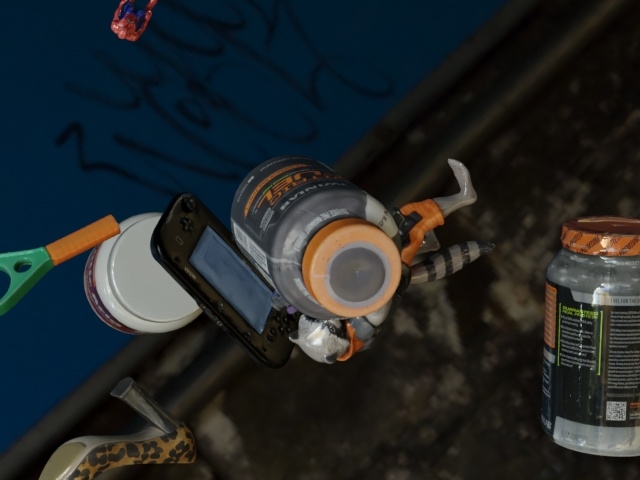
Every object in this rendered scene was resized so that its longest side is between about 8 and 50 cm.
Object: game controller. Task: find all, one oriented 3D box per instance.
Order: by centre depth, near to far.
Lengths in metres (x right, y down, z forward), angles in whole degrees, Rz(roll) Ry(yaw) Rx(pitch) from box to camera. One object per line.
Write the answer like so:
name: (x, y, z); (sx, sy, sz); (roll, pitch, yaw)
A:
game controller: (-0.150, 0.068, 2.263); (0.067, 0.319, 0.166); (-34, 22, 26)

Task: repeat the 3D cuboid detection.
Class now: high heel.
high heel: (-0.312, 0.361, 2.124); (0.261, 0.186, 0.093); (-50, 30, -14)

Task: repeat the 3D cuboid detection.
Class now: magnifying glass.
magnifying glass: (-0.352, 0.029, 1.689); (0.231, 0.092, 0.026); (-26, -41, -15)

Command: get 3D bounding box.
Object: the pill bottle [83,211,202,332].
pill bottle: (-0.319, 0.064, 2.601); (0.224, 0.224, 0.392); (-45, 6, -13)

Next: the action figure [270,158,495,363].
action figure: (0.094, 0.040, 1.843); (0.330, 0.178, 0.341); (-44, 5, -25)

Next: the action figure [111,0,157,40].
action figure: (-0.208, -0.249, 1.535); (0.030, 0.038, 0.115); (-54, 14, 31)

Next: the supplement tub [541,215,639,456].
supplement tub: (0.416, 0.132, 1.982); (0.193, 0.193, 0.316); (-23, -63, -60)

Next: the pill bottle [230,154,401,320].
pill bottle: (0.000, 0.000, 1.348); (0.130, 0.130, 0.245); (-48, 22, -1)
